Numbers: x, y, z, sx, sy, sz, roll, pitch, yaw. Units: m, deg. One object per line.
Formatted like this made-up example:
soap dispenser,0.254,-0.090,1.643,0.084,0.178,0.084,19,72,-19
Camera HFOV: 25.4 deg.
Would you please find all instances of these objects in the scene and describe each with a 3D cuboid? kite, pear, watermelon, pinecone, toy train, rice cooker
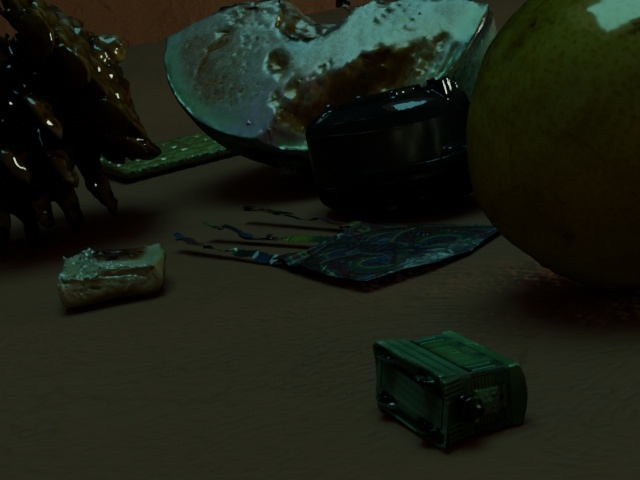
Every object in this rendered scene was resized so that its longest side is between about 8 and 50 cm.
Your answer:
kite,0.000,0.000,1.118,0.152,0.015,0.285,-18,18,-39
pear,0.189,-0.066,0.868,0.209,0.208,0.209,-9,14,2
watermelon,0.015,-0.121,1.377,0.322,0.188,0.175,6,65,29
pinecone,-0.289,-0.107,1.289,0.264,0.264,0.264,-9,14,2
toy train,0.064,0.074,0.729,0.056,0.038,0.093,-8,12,-20
rice cooker,0.063,-0.076,1.191,0.165,0.106,0.112,-14,5,43

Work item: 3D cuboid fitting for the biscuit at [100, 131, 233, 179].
biscuit,-0.142,-0.107,1.629,0.231,0.016,0.139,-17,16,-25

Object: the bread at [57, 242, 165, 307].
bread,-0.158,0.025,1.081,0.083,0.035,0.070,-7,15,-1
